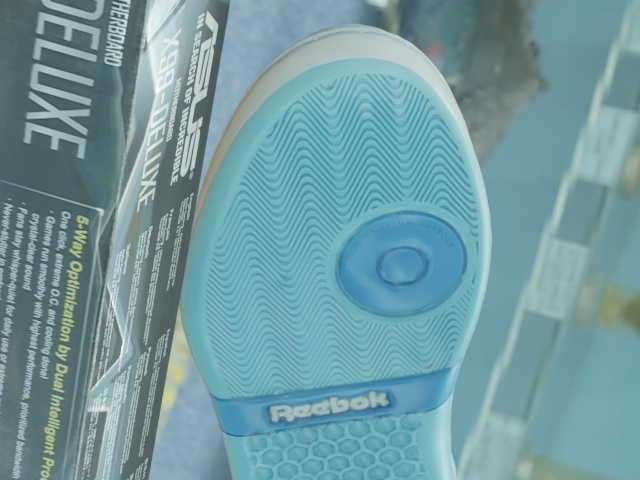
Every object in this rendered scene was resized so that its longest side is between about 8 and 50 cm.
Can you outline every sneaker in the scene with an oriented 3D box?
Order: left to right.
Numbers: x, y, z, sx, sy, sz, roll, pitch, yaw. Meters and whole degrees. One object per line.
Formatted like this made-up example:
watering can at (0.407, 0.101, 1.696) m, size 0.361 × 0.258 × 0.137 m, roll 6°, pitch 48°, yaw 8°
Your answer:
sneaker at (0.000, 0.000, 0.831) m, size 0.208 × 0.127 × 0.319 m, roll -96°, pitch -174°, yaw -49°

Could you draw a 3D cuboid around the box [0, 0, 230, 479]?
box at (-0.164, -0.029, 0.619) m, size 0.076 × 0.243 × 0.307 m, roll -46°, pitch 150°, yaw -61°
